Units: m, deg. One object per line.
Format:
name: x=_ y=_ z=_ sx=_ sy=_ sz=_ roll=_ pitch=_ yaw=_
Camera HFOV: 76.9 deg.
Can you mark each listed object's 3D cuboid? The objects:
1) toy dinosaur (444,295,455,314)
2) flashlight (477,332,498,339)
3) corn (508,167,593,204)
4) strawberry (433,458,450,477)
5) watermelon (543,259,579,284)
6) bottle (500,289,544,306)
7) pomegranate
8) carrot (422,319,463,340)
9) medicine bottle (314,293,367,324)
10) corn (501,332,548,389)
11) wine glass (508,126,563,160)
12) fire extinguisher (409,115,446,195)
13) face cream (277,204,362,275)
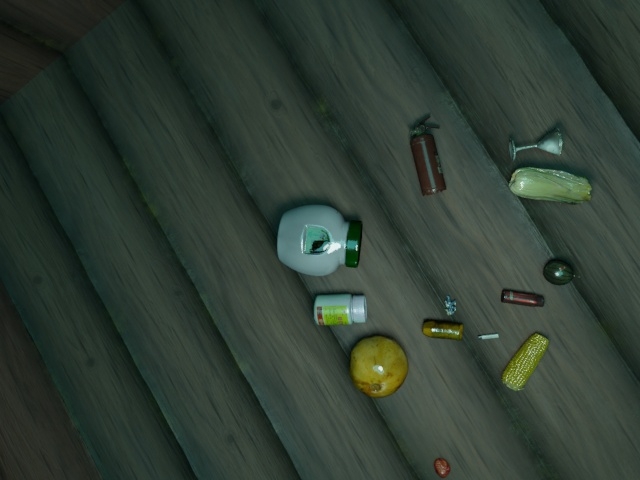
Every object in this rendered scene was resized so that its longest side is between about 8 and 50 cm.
toy dinosaur: x=0.568 y=0.285 z=1.768 sx=0.047 sy=0.030 sz=0.083 roll=1 pitch=91 yaw=9
flashlight: x=0.725 y=0.415 z=1.745 sx=0.083 sy=0.018 sz=0.018 roll=-10 pitch=90 yaw=11
corn: x=0.934 y=-0.221 z=1.638 sx=0.305 sy=0.122 sz=0.123 roll=9 pitch=94 yaw=9
strawberry: x=0.531 y=1.003 z=1.766 sx=0.073 sy=0.083 sz=0.073 roll=5 pitch=101 yaw=25
watermelon: x=0.982 y=0.134 z=1.640 sx=0.133 sy=0.105 sz=0.105 roll=17 pitch=95 yaw=30
bottle: x=0.853 y=0.247 z=1.699 sx=0.164 sy=0.060 sz=0.060 roll=7 pitch=93 yaw=11
pomegranate: x=0.247 y=0.529 z=1.729 sx=0.264 sy=0.264 sz=0.264 roll=0 pitch=91 yaw=11
carrot: x=0.533 y=0.389 z=1.752 sx=0.173 sy=0.082 sz=0.082 roll=3 pitch=92 yaw=14
medicine bottle: x=0.090 y=0.309 z=1.810 sx=0.225 sy=0.139 sz=0.139 roll=-4 pitch=90 yaw=11
corn: x=0.857 y=0.507 z=1.685 sx=0.091 sy=0.091 sz=0.260 roll=34 pitch=94 yaw=11
wine glass: x=0.877 y=-0.389 z=1.656 sx=0.183 sy=0.122 sz=0.122 roll=-7 pitch=90 yaw=16
fire extinguisher: x=0.474 y=-0.371 z=1.745 sx=0.147 sy=0.106 sz=0.337 roll=-12 pitch=89 yaw=-14
face cream: x=0.000 y=0.000 z=1.781 sx=0.357 sy=0.219 sz=0.312 roll=6 pitch=91 yaw=8
